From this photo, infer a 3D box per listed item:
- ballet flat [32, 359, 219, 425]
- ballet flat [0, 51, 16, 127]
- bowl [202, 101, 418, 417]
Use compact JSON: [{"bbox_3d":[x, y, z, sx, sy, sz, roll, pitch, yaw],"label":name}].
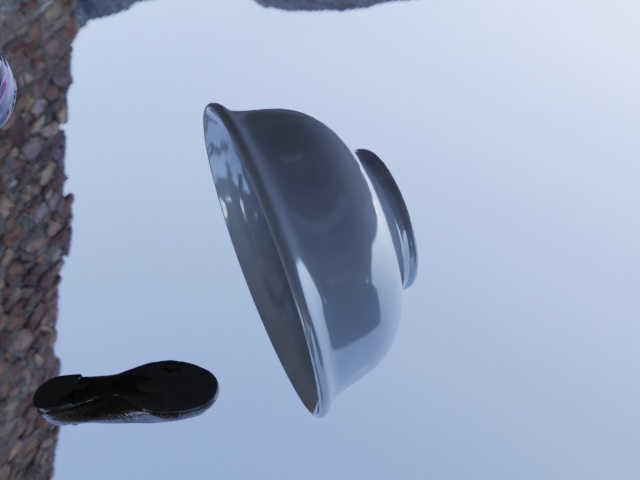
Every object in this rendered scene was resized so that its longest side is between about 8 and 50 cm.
[{"bbox_3d":[-0.245,0.205,0.829,0.249,0.058,0.084,-7,-143,9],"label":"ballet flat"},{"bbox_3d":[-0.275,-0.045,0.401,0.222,0.076,0.079,-58,-173,-22],"label":"ballet flat"},{"bbox_3d":[0.000,0.000,0.608,0.134,0.298,0.298,-20,-137,-14],"label":"bowl"}]
